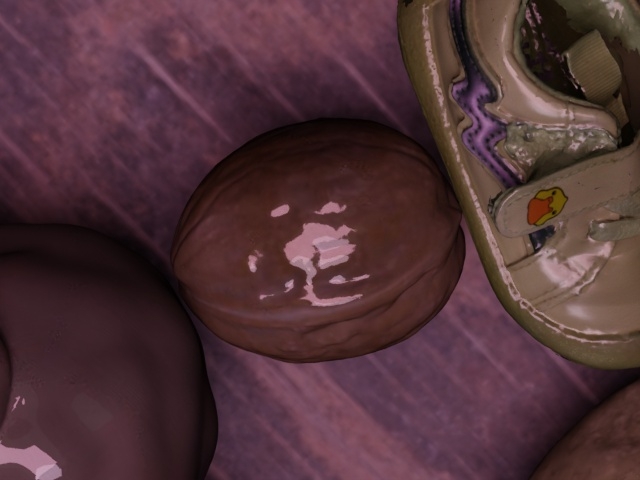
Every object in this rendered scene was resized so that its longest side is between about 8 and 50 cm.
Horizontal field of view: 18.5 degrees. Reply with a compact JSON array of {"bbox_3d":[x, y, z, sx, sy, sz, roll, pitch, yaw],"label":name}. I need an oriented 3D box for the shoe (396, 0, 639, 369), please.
[{"bbox_3d":[0.129,-0.050,1.060,0.140,0.128,0.262,-28,92,-16],"label":"shoe"}]

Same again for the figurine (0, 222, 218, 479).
[{"bbox_3d":[-0.123,0.143,1.118,0.203,0.248,0.380,-31,113,8],"label":"figurine"}]

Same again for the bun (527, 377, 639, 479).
[{"bbox_3d":[0.250,0.229,1.091,0.326,0.234,0.362,22,100,5],"label":"bun"}]

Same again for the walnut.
[{"bbox_3d":[0.000,0.001,1.100,0.162,0.140,0.140,-6,105,15],"label":"walnut"}]
